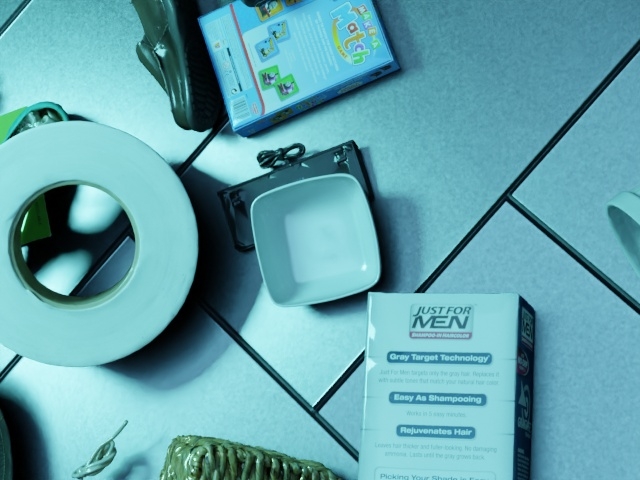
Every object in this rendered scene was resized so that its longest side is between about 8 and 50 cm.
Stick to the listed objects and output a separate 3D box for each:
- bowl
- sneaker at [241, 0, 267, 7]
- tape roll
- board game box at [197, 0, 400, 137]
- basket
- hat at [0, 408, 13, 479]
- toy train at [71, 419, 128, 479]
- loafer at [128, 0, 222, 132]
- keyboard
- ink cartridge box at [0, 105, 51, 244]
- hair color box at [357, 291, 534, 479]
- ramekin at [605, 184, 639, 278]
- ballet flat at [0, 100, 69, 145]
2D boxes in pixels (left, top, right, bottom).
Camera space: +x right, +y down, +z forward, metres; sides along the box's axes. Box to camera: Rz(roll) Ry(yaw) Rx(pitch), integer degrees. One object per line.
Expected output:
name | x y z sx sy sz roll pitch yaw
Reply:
bowl | 0.000 0.000 1.792 0.142 0.053 0.142 -13 86 15
sneaker | -0.109 -0.321 1.891 0.077 0.072 0.178 -49 33 17
tape roll | -0.285 0.003 1.809 0.286 0.100 0.286 0 94 -6
board game box | -0.028 -0.238 1.873 0.211 0.039 0.160 -23 71 14
basket | -0.088 0.378 1.726 0.213 0.223 0.299 14 81 -12
hat | -0.524 0.290 1.871 0.331 0.134 0.331 0 73 0
toy train | -0.269 0.343 1.796 0.248 0.105 0.143 -43 79 5
loafer | -0.181 -0.224 1.909 0.078 0.080 0.220 -23 66 23
keyboard | -0.034 -0.064 1.846 0.180 0.023 0.108 -20 79 13
ink cartridge box | -0.486 -0.062 1.958 0.255 0.097 0.189 -18 73 15
hair color box | 0.136 0.234 1.675 0.174 0.105 0.347 0 78 18
ramekin | 0.396 0.015 1.589 0.109 0.207 0.207 -34 69 -1
ballet flat | -0.381 -0.072 1.895 0.083 0.087 0.247 31 69 -12
